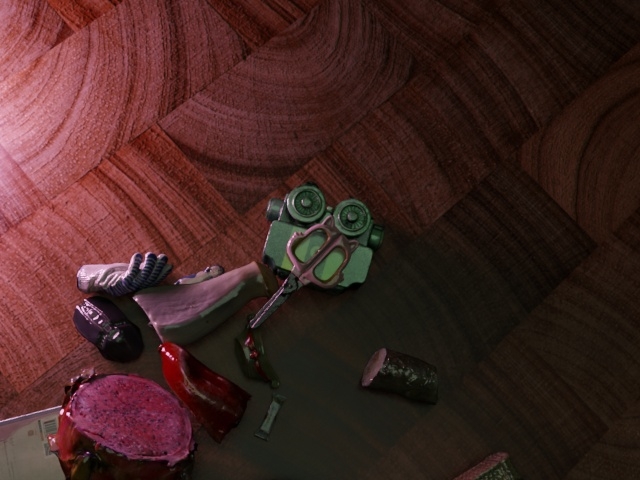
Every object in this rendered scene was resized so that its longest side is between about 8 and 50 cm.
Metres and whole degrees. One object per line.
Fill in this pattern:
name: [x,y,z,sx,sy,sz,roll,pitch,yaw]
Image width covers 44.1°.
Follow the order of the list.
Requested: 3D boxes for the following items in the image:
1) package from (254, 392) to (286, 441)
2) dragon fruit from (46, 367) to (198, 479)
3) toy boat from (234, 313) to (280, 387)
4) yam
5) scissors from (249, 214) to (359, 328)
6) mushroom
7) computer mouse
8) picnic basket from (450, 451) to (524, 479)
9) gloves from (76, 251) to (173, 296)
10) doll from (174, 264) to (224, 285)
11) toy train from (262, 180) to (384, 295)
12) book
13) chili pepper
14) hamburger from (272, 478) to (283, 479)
package: [-0.117,0.413,1.853,0.037,0.015,0.110,25,74,-5]
dragon fruit: [-0.435,0.470,1.664,0.296,0.314,0.263,14,115,-31]
toy boat: [-0.155,0.267,1.859,0.071,0.089,0.185,-17,86,-29]
yam: [0.200,0.323,1.877,0.183,0.107,0.107,19,72,-4]
scissors: [-0.052,0.086,1.830,0.160,0.024,0.317,45,88,-3]
mushroom: [-0.260,0.136,1.860,0.329,0.122,0.159,-23,95,-12]
computer mouse: [-0.495,0.208,1.844,0.192,0.062,0.106,43,73,5]
picnic basket: [0.415,0.602,1.801,0.154,0.134,0.196,-28,78,-10]
gloves: [-0.460,0.081,1.868,0.229,0.119,0.097,-14,103,5]
doll: [-0.293,0.093,1.920,0.125,0.027,0.037,-22,83,-13]
toy train: [0.000,0.000,1.917,0.299,0.167,0.238,15,78,-1]
book: [-0.683,0.501,1.754,0.283,0.025,0.215,-11,74,-11]
chili pepper: [-0.274,0.331,1.760,0.253,0.136,0.144,44,50,-9]
hamburger: [-0.121,0.599,1.726,0.283,0.156,0.144,-7,94,-3]
